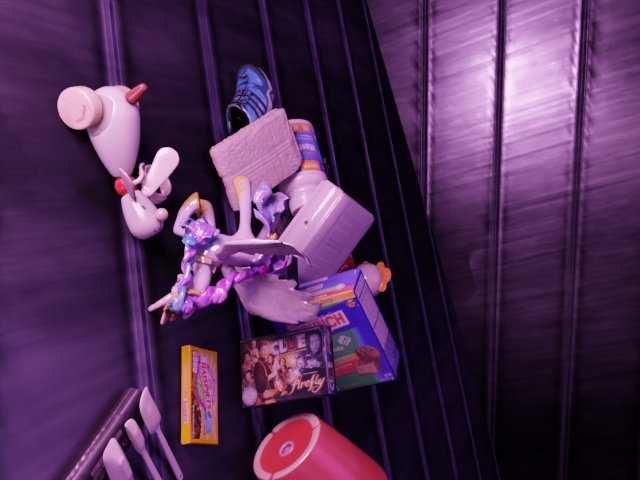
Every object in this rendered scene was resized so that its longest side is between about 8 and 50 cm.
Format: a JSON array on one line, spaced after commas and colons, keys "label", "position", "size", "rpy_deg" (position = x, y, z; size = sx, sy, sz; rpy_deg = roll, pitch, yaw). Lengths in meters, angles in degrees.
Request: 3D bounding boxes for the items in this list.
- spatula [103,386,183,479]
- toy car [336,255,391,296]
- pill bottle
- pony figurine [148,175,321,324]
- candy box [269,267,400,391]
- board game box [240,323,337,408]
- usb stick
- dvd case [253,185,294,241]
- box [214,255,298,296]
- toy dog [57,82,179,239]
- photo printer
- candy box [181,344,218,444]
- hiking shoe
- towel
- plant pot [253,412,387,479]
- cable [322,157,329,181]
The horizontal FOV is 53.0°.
[{"label": "spatula", "position": [-0.321, 0.418, 1.191], "size": [0.168, 0.019, 0.242], "rpy_deg": [-72, 154, -56]}, {"label": "toy car", "position": [0.122, 0.115, 2.088], "size": [0.219, 0.237, 0.211], "rpy_deg": [37, 44, -54]}, {"label": "pill bottle", "position": [-0.064, -0.215, 1.950], "size": [0.152, 0.152, 0.272], "rpy_deg": [21, 50, -61]}, {"label": "pony figurine", "position": [-0.175, 0.030, 1.405], "size": [0.303, 0.350, 0.364], "rpy_deg": [81, 11, -49]}, {"label": "candy box", "position": [0.042, 0.264, 1.800], "size": [0.317, 0.268, 0.122], "rpy_deg": [64, 23, -22]}, {"label": "board game box", "position": [-0.082, 0.305, 1.544], "size": [0.042, 0.243, 0.165], "rpy_deg": [30, 49, -56]}, {"label": "usb stick", "position": [-0.379, 0.371, 1.118], "size": [0.278, 0.045, 0.077], "rpy_deg": [-64, 143, -55]}, {"label": "dvd case", "position": [-0.135, -0.093, 1.926], "size": [0.221, 0.018, 0.165], "rpy_deg": [61, 27, -28]}, {"label": "box", "position": [-0.159, 0.080, 1.613], "size": [0.158, 0.155, 0.093], "rpy_deg": [31, 50, -57]}, {"label": "toy dog", "position": [-0.373, -0.184, 1.305], "size": [0.334, 0.160, 0.220], "rpy_deg": [60, 29, -29]}, {"label": "photo printer", "position": [0.000, 0.000, 1.877], "size": [0.107, 0.308, 0.256], "rpy_deg": [38, 5, 32]}, {"label": "candy box", "position": [-0.263, 0.339, 1.402], "size": [0.105, 0.027, 0.206], "rpy_deg": [36, 46, -59]}, {"label": "hiking shoe", "position": [-0.205, -0.382, 1.828], "size": [0.132, 0.113, 0.304], "rpy_deg": [27, 53, -59]}, {"label": "towel", "position": [-0.171, -0.227, 1.760], "size": [0.282, 0.049, 0.187], "rpy_deg": [-39, 121, -35]}, {"label": "plant pot", "position": [-0.014, 0.569, 1.547], "size": [0.243, 0.274, 0.275], "rpy_deg": [53, 31, -21]}, {"label": "cable", "position": [0.000, -0.165, 2.244], "size": [0.139, 0.072, 0.288], "rpy_deg": [-17, 104, -82]}]
